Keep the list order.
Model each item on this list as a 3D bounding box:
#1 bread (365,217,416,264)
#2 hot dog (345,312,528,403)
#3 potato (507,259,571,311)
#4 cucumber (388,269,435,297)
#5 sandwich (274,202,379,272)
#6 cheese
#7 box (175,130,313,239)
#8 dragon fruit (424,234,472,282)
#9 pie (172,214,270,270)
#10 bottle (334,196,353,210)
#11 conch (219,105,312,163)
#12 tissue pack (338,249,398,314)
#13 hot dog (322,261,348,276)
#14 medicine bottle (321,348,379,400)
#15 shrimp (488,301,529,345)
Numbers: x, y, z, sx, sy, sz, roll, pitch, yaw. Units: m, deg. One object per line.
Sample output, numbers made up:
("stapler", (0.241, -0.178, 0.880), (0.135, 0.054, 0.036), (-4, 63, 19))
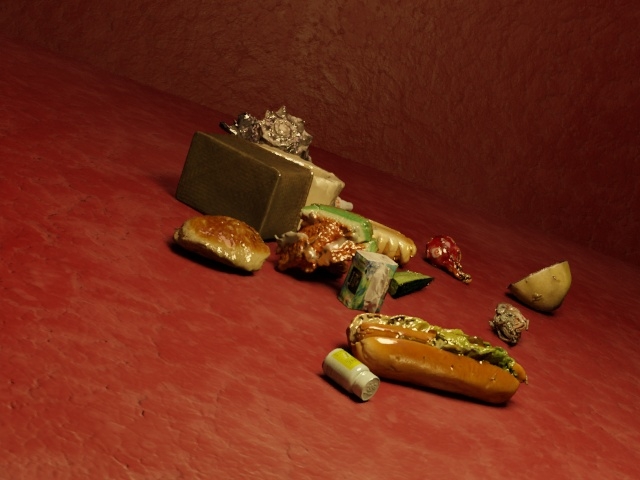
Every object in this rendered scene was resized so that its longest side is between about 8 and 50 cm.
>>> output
("bread", (0.162, 0.009, 2.024), (0.177, 0.084, 0.119), (20, 15, -10))
("hot dog", (0.206, 0.195, 1.332), (0.337, 0.100, 0.135), (17, 13, -18))
("potato", (0.624, 0.139, 2.157), (0.117, 0.182, 0.202), (64, 6, 12))
("cucumber", (0.195, 0.098, 1.820), (0.070, 0.046, 0.220), (25, 12, 24))
("sandwich", (0.008, 0.001, 1.609), (0.185, 0.109, 0.160), (10, 25, 33))
("cheese", (-0.101, -0.139, 2.062), (0.332, 0.153, 0.292), (16, 14, -15))
("box", (-0.180, -0.126, 1.822), (0.273, 0.184, 0.143), (28, 19, 27))
("dragon fruit", (0.358, 0.049, 2.181), (0.094, 0.094, 0.190), (12, 28, -35))
("pie", (-0.189, 0.006, 1.523), (0.193, 0.079, 0.163), (11, 20, -34))
("bottle", (0.027, -0.108, 2.330), (0.060, 0.060, 0.217), (30, 17, 31))
("conch", (-0.166, -0.318, 2.489), (0.313, 0.240, 0.186), (11, -3, 13))
("tissue pack", (0.101, 0.088, 1.568), (0.085, 0.111, 0.079), (11, 18, -35))
("hot dog", (0.019, 0.036, 1.746), (0.099, 0.065, 0.147), (20, 25, -8))
("medicine bottle", (0.046, 0.201, 1.173), (0.083, 0.047, 0.047), (31, 16, 37))
("shrimp", (0.429, 0.191, 1.768), (0.073, 0.075, 0.190), (52, 21, -10))
